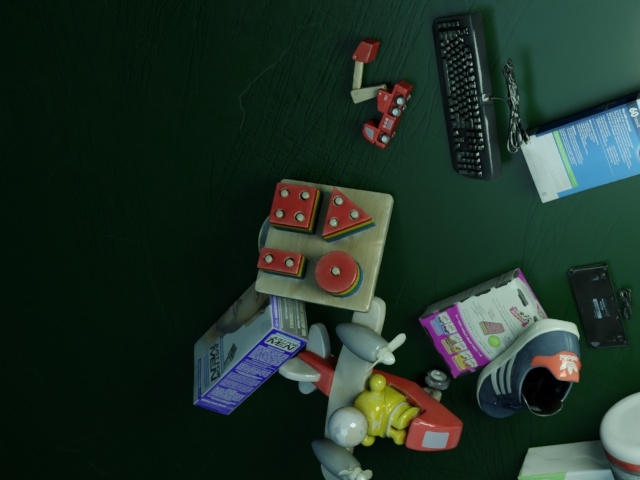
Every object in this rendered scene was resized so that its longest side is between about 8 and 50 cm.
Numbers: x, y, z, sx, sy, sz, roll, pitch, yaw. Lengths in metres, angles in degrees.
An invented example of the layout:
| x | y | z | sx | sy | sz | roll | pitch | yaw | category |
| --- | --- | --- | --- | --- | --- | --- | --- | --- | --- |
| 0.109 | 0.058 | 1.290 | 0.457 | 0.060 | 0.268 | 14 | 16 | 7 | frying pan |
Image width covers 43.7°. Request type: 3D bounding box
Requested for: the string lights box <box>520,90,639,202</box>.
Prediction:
| x | y | z | sx | sy | sz | roll | pitch | yaw | category |
| --- | --- | --- | --- | --- | --- | --- | --- | --- | --- |
| 0.515 | -0.175 | 1.468 | 0.260 | 0.077 | 0.133 | -17 | 103 | 29 | string lights box |

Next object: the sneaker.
| x | y | z | sx | sy | sz | roll | pitch | yaw | category |
| --- | --- | --- | --- | --- | --- | --- | --- | --- | --- |
| 0.415 | 0.304 | 1.615 | 0.131 | 0.148 | 0.350 | 7 | 141 | -8 | sneaker |

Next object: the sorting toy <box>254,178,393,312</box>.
| x | y | z | sx | sy | sz | roll | pitch | yaw | category |
| --- | --- | --- | --- | --- | --- | --- | --- | --- | --- |
| 0.000 | 0.000 | 1.683 | 0.255 | 0.089 | 0.257 | 9 | 78 | 17 | sorting toy |

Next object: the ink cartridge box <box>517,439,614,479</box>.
| x | y | z | sx | sy | sz | roll | pitch | yaw | category |
| --- | --- | --- | --- | --- | --- | --- | --- | --- | --- |
| 0.591 | 0.620 | 1.735 | 0.207 | 0.119 | 0.353 | -15 | 104 | 29 | ink cartridge box |

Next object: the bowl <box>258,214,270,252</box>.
| x | y | z | sx | sy | sz | roll | pitch | yaw | category |
| --- | --- | --- | --- | --- | --- | --- | --- | --- | --- |
| -0.046 | 0.006 | 1.784 | 0.170 | 0.080 | 0.170 | -3 | 76 | 14 | bowl |

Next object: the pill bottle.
| x | y | z | sx | sy | sz | roll | pitch | yaw | category |
| --- | --- | --- | --- | --- | --- | --- | --- | --- | --- |
| 0.691 | 0.488 | 1.545 | 0.210 | 0.210 | 0.363 | -14 | 110 | 29 | pill bottle |

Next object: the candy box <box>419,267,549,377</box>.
| x | y | z | sx | sy | sz | roll | pitch | yaw | category |
| --- | --- | --- | --- | --- | --- | --- | --- | --- | --- |
| 0.350 | 0.177 | 1.691 | 0.233 | 0.071 | 0.159 | -27 | 99 | 31 | candy box |

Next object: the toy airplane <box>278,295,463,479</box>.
| x | y | z | sx | sy | sz | roll | pitch | yaw | category |
| --- | --- | --- | --- | --- | --- | --- | --- | --- | --- |
| 0.073 | 0.350 | 1.773 | 0.384 | 0.272 | 0.386 | -28 | 96 | 31 | toy airplane |

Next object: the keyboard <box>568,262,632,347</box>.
| x | y | z | sx | sy | sz | roll | pitch | yaw | category |
| --- | --- | --- | --- | --- | --- | --- | --- | --- | --- |
| 0.573 | 0.131 | 1.600 | 0.108 | 0.023 | 0.180 | -11 | 107 | 35 | keyboard |

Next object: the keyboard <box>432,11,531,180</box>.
| x | y | z | sx | sy | sz | roll | pitch | yaw | category |
| --- | --- | --- | --- | --- | --- | --- | --- | --- | --- |
| 0.300 | -0.267 | 1.509 | 0.201 | 0.033 | 0.317 | 10 | 118 | 51 | keyboard |

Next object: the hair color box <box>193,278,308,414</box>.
| x | y | z | sx | sy | sz | roll | pitch | yaw | category |
| --- | --- | --- | --- | --- | --- | --- | --- | --- | --- |
| -0.172 | 0.241 | 1.881 | 0.110 | 0.185 | 0.339 | 26 | 126 | -30 | hair color box |

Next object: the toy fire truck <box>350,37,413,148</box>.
| x | y | z | sx | sy | sz | roll | pitch | yaw | category |
| --- | --- | --- | --- | --- | --- | --- | --- | --- | --- |
| 0.111 | -0.296 | 1.621 | 0.135 | 0.047 | 0.192 | 28 | 120 | 12 | toy fire truck |
